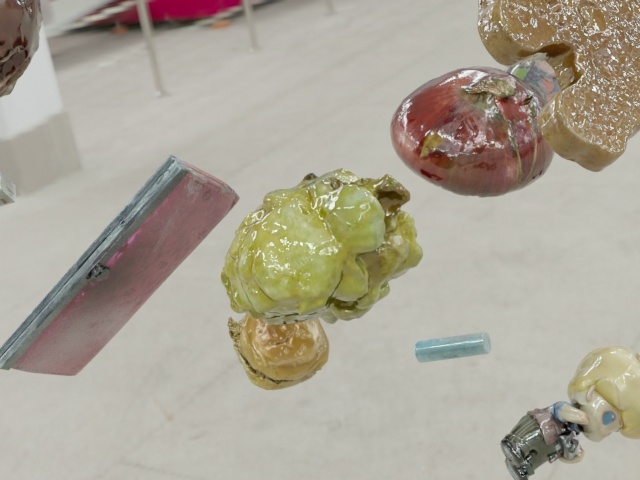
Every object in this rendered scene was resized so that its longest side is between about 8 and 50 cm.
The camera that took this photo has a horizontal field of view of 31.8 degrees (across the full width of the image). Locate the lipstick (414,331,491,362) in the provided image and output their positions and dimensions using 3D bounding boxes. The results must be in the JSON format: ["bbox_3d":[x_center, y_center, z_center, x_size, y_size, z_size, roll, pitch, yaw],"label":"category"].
[{"bbox_3d":[0.278,0.225,2.362,0.157,0.048,0.048,-12,18,29],"label":"lipstick"}]

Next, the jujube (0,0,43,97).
[{"bbox_3d":[-0.503,-0.218,1.242,0.376,0.276,0.276,-33,18,13],"label":"jujube"}]

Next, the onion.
[{"bbox_3d":[0.226,-0.167,1.639,0.248,0.161,0.248,-1,23,0],"label":"onion"}]

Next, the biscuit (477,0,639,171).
[{"bbox_3d":[0.244,-0.169,0.960,0.295,0.186,0.044,-26,-4,-43],"label":"biscuit"}]

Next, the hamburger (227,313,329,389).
[{"bbox_3d":[-0.063,0.154,1.721,0.147,0.083,0.138,-11,61,-33],"label":"hamburger"}]

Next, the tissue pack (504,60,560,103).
[{"bbox_3d":[0.343,-0.241,1.867,0.148,0.108,0.060,-58,1,-19],"label":"tissue pack"}]

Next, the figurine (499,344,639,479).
[{"bbox_3d":[0.288,0.192,1.229,0.196,0.114,0.108,-31,31,-17],"label":"figurine"}]

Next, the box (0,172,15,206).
[{"bbox_3d":[-0.539,-0.068,1.756,0.117,0.051,0.036,-15,61,9],"label":"box"}]

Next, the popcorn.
[{"bbox_3d":[0.000,0.000,1.361,0.233,0.192,0.266,-4,-25,-40],"label":"popcorn"}]

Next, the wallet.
[{"bbox_3d":[-0.174,0.029,0.980,0.025,0.232,0.119,46,8,22],"label":"wallet"}]
